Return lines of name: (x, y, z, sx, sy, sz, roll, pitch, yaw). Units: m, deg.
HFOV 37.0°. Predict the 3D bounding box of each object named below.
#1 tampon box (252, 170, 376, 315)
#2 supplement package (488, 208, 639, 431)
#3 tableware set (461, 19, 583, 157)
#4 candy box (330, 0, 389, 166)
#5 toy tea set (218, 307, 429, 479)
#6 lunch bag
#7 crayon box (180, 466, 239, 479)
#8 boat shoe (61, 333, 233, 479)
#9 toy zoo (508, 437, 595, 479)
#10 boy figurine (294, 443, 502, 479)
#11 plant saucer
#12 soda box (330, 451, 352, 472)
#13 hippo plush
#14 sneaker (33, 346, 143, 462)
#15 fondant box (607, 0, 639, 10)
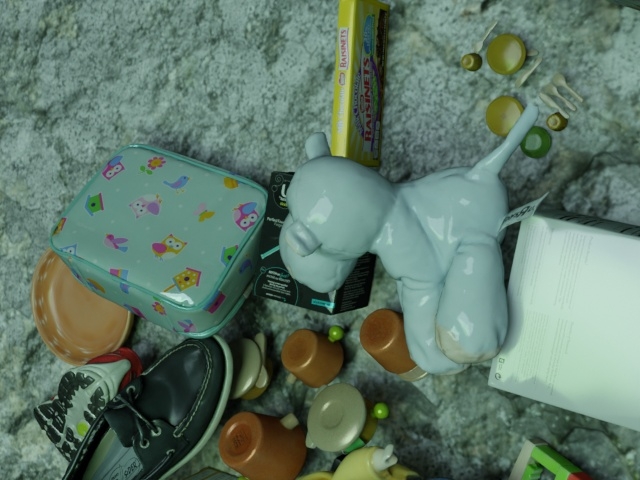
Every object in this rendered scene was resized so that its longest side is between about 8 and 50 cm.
tampon box: (0.000, 0.000, 1.214, 0.120, 0.101, 0.161, 14, 99, 27)
supplement package: (0.313, 0.080, 1.020, 0.203, 0.149, 0.194, 14, 100, 27)
tableware set: (0.228, -0.175, 1.125, 0.154, 0.024, 0.104, 46, 116, 17)
candy box: (0.049, -0.193, 1.173, 0.027, 0.105, 0.206, 6, 97, 28)
toy tea set: (0.008, 0.207, 1.241, 0.336, 0.124, 0.200, -19, 55, 32)
lunch bag: (-0.194, -0.007, 1.274, 0.279, 0.108, 0.224, 21, 62, 23)
crayon box: (-0.077, 0.399, 1.225, 0.323, 0.203, 0.083, 11, 99, 28)
boat shoe: (-0.246, 0.254, 1.262, 0.340, 0.113, 0.127, -47, 62, 21)
toy zoo: (0.304, 0.379, 1.053, 0.293, 0.030, 0.192, 34, 110, 46)
boy figurine: (0.074, 0.312, 1.125, 0.285, 0.092, 0.177, 1, 119, 24)
plant saucer: (-0.356, 0.091, 1.453, 0.200, 0.037, 0.200, 2, 94, 30)
soda box: (0.089, 0.334, 1.216, 0.169, 0.053, 0.060, 26, 105, 24)
hippo plush: (0.073, 0.012, 1.022, 0.294, 0.237, 0.234, 117, 158, -59)
sneaker: (-0.334, 0.242, 1.416, 0.107, 0.118, 0.279, 52, 138, 3)
fondant box: (0.313, -0.349, 0.889, 0.096, 0.330, 0.238, 25, 105, 27)
